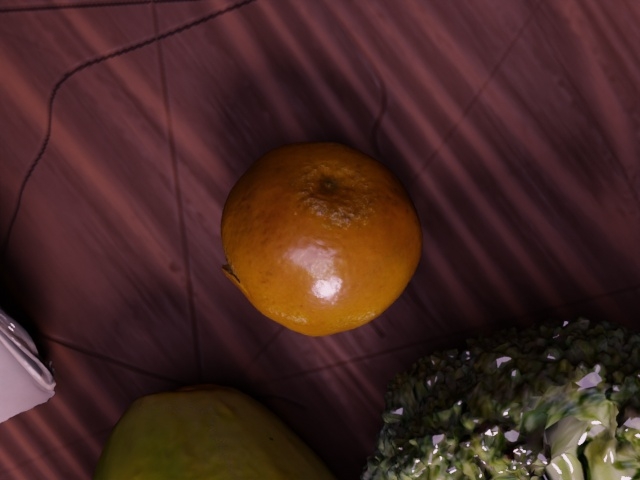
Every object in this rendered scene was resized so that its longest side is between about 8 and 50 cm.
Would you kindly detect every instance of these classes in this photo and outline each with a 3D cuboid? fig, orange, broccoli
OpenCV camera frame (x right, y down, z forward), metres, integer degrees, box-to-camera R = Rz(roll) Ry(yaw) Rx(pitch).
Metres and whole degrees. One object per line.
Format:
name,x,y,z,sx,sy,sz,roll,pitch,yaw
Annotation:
fig,-0.069,0.267,0.921,0.258,0.258,0.326,-22,75,8
orange,0.000,0.000,0.909,0.154,0.155,0.134,10,144,2
broccoli,0.186,0.165,0.876,0.260,0.288,0.235,48,61,-11

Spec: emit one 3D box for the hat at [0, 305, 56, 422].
hat,-0.331,0.061,0.948,0.232,0.161,0.275,-26,122,20
